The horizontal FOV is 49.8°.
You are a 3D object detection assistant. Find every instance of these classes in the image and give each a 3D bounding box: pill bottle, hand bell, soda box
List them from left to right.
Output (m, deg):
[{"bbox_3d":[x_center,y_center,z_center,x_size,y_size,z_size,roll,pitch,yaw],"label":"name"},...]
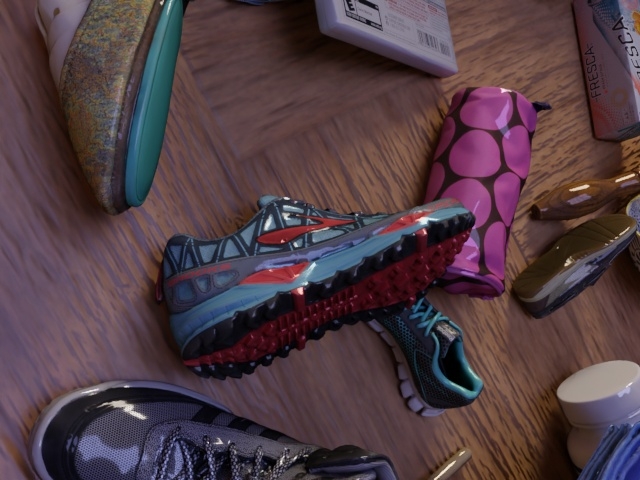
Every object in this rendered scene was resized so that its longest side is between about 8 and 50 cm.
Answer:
[{"bbox_3d":[0.361,-0.216,0.835,0.058,0.063,0.183,-1,79,-33],"label":"soda box"},{"bbox_3d":[0.346,-0.063,0.769,0.242,0.126,0.126,-17,88,-10],"label":"hand bell"},{"bbox_3d":[0.312,0.220,0.683,0.112,0.112,0.186,-28,95,-32],"label":"pill bottle"}]

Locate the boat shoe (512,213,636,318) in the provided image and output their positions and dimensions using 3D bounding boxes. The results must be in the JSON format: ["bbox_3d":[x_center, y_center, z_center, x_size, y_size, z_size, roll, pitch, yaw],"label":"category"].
[{"bbox_3d":[0.270,0.026,0.727,0.152,0.056,0.049,-32,117,-8],"label":"boat shoe"}]

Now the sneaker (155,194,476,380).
[{"bbox_3d":[0.000,0.000,0.533,0.262,0.104,0.125,-18,57,-24],"label":"sneaker"}]

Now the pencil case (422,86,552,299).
[{"bbox_3d":[0.154,-0.044,0.661,0.098,0.095,0.209,36,64,-39],"label":"pencil case"}]

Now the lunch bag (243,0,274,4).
[{"bbox_3d":[-0.044,-0.249,0.604,0.083,0.053,0.071,-13,87,-12],"label":"lunch bag"}]

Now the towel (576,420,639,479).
[{"bbox_3d":[0.234,0.343,0.551,0.243,0.040,0.335,-23,107,-49],"label":"towel"}]

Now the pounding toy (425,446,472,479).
[{"bbox_3d":[0.137,0.268,0.577,0.206,0.094,0.181,26,67,-25],"label":"pounding toy"}]

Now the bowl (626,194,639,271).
[{"bbox_3d":[0.427,0.022,0.797,0.170,0.170,0.080,-21,134,-33],"label":"bowl"}]

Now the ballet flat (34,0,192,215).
[{"bbox_3d":[-0.142,-0.186,0.509,0.123,0.123,0.348,21,70,-26],"label":"ballet flat"}]

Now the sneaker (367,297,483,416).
[{"bbox_3d":[0.090,0.075,0.601,0.065,0.076,0.166,-33,97,-33],"label":"sneaker"}]

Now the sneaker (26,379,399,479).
[{"bbox_3d":[-0.047,0.159,0.455,0.269,0.153,0.101,26,67,-24],"label":"sneaker"}]

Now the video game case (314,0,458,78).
[{"bbox_3d":[0.055,-0.263,0.646,0.212,0.023,0.193,-1,79,-52],"label":"video game case"}]
